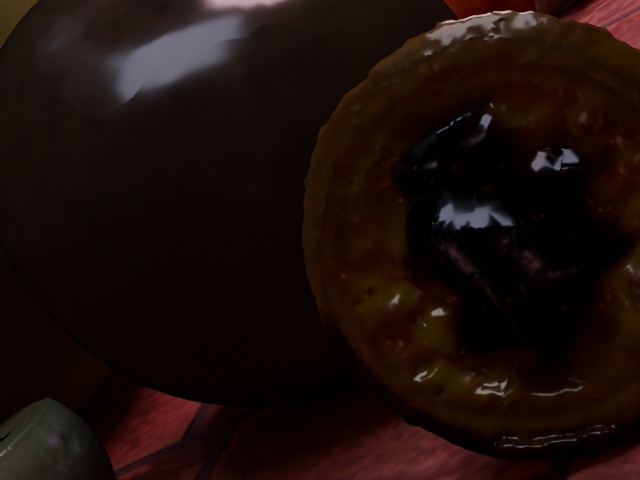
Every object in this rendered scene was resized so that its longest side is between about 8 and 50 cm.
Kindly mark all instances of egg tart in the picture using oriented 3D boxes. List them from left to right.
[{"bbox_3d":[0.110,-0.012,0.920,0.215,0.215,0.171,-26,2,27],"label":"egg tart"}]

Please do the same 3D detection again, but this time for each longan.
[{"bbox_3d":[-0.049,-0.048,1.162,0.319,0.319,0.319,-31,14,9],"label":"longan"}]

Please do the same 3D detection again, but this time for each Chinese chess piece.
[{"bbox_3d":[-0.217,0.178,1.189,0.188,0.083,0.188,-38,7,6],"label":"Chinese chess piece"}]

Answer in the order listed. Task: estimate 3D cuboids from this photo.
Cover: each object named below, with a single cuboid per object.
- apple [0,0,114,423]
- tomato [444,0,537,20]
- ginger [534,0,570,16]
[{"bbox_3d":[-0.342,-0.014,1.393,0.474,0.473,0.473,-31,14,9],"label":"apple"},{"bbox_3d":[0.088,-0.158,1.555,0.195,0.136,0.195,-34,12,8],"label":"tomato"},{"bbox_3d":[0.231,-0.292,1.670,0.059,0.214,0.133,33,48,27],"label":"ginger"}]
